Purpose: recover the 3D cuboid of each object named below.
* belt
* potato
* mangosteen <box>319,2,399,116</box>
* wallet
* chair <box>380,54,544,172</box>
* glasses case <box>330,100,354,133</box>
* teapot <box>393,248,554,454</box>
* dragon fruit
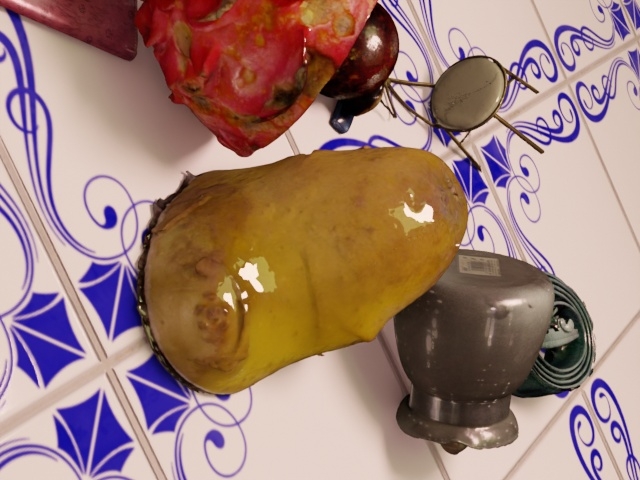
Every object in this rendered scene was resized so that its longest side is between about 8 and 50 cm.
[{"bbox_3d":[0.366,0.160,1.984,0.267,0.116,0.206,10,69,-46],"label":"belt"},{"bbox_3d":[0.000,0.000,1.460,0.397,0.296,0.290,-12,81,-55],"label":"potato"},{"bbox_3d":[0.046,-0.278,1.753,0.184,0.172,0.172,56,38,-35],"label":"mangosteen"},{"bbox_3d":[-0.317,-0.305,1.422,0.232,0.025,0.119,19,60,-45],"label":"wallet"},{"bbox_3d":[0.239,-0.244,1.989,0.326,0.170,0.159,31,53,-47],"label":"chair"},{"bbox_3d":[0.040,-0.201,1.822,0.033,0.023,0.083,45,44,-27],"label":"glasses case"},{"bbox_3d":[0.186,0.161,1.695,0.223,0.305,0.285,-3,107,-25],"label":"teapot"},{"bbox_3d":[-0.086,-0.313,1.459,0.249,0.371,0.386,29,80,-23],"label":"dragon fruit"}]
